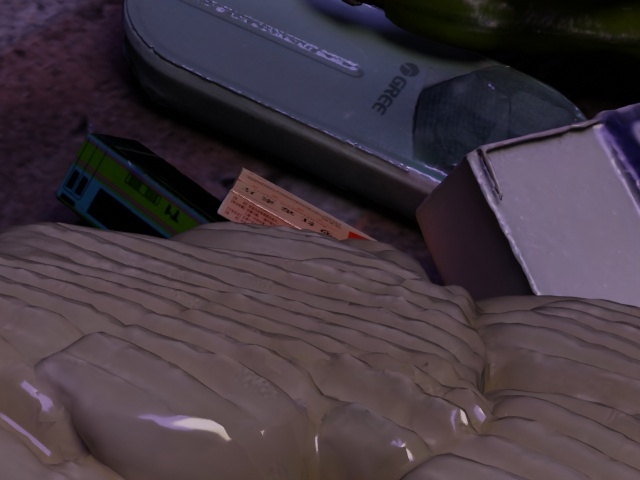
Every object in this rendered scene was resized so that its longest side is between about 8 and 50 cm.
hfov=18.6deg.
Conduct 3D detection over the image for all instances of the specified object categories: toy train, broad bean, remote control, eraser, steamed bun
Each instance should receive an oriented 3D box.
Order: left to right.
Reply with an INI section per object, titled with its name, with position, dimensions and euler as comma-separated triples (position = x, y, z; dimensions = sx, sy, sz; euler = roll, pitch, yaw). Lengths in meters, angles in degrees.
[toy train]
position = -0.025, 0.027, 0.844
dimensions = 0.209, 0.042, 0.044
euler = 36, 13, 22
[steamed bun]
position = 0.000, 0.140, 0.587
dimensions = 0.342, 0.255, 0.368
euler = 18, 11, 30
[remote control]
position = 0.017, -0.070, 0.950
dimensions = 0.247, 0.052, 0.104
euler = 26, 46, 11
[broad bean]
position = 0.143, -0.120, 0.999
dimensions = 0.318, 0.056, 0.098
euler = 8, 28, -20
[eraser]
position = 0.192, -0.004, 0.879
dimensions = 0.287, 0.086, 0.130
euler = -14, 70, -27

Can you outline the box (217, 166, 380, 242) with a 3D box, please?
[box]
position = 0.000, 0.000, 0.868
dimensions = 0.093, 0.015, 0.058
euler = 29, 12, -2
